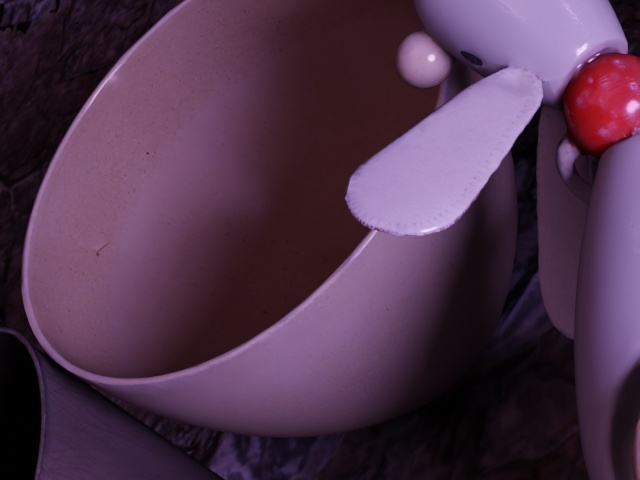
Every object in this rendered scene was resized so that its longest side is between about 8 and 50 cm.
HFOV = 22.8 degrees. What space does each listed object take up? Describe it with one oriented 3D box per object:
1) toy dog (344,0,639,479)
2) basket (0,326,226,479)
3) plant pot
[{"bbox_3d":[0.110,0.027,0.647,0.161,0.220,0.333,-40,38,20],"label":"toy dog"},{"bbox_3d":[-0.123,0.183,0.897,0.154,0.227,0.204,-8,62,43],"label":"basket"},{"bbox_3d":[0.000,0.000,0.898,0.284,0.191,0.284,-24,44,26],"label":"plant pot"}]
